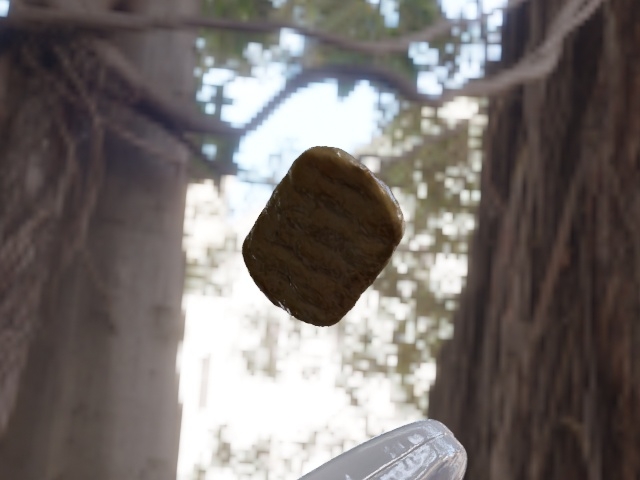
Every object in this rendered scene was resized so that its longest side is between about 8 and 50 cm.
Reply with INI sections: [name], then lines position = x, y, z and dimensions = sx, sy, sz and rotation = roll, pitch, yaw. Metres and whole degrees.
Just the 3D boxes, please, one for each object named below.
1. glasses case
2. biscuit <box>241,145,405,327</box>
[glasses case]
position = -0.016, 0.169, 0.993
dimensions = 0.233, 0.059, 0.092
rotation = -29, -28, -28
[biscuit]
position = 0.000, 0.000, 0.991
dimensions = 0.071, 0.018, 0.147
rotation = 42, -34, 4
